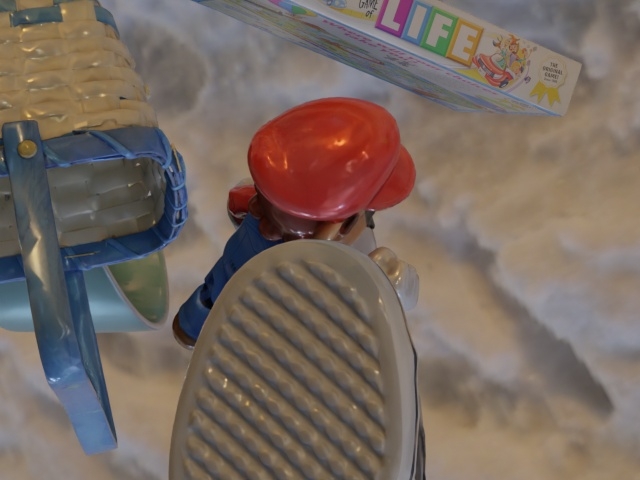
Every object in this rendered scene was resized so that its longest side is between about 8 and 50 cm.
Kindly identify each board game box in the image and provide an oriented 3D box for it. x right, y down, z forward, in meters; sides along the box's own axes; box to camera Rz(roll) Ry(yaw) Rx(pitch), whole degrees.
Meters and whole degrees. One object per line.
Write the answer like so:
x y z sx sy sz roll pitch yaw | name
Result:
0.027 -0.095 0.699 0.103 0.154 0.026 16 87 66 | board game box

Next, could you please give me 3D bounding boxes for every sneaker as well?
-0.004 0.154 0.793 0.126 0.127 0.321 8 98 19 | sneaker

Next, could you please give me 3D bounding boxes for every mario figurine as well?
-0.004 0.007 1.345 0.198 0.170 0.320 35 130 3 | mario figurine

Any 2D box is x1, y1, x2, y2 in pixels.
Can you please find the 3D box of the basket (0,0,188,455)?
-0.191 -0.008 1.083 0.255 0.201 0.289 98 155 -68 | basket

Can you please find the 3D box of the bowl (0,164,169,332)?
-0.277 -0.037 1.473 0.311 0.163 0.311 -19 -90 -83 | bowl

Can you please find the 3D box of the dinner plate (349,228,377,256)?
0.000 0.000 1.532 0.141 0.017 0.141 23 126 36 | dinner plate
